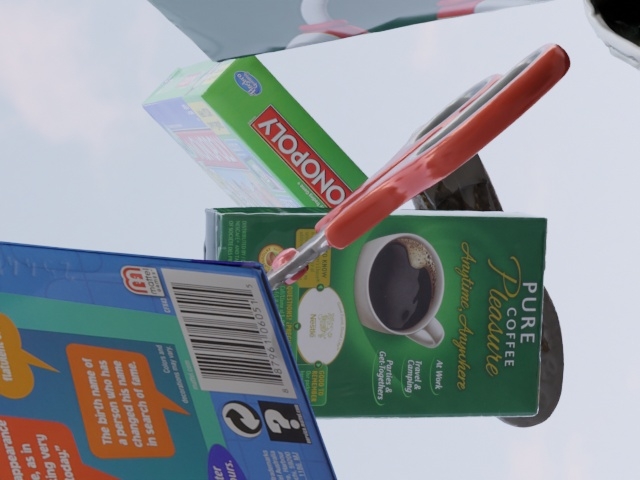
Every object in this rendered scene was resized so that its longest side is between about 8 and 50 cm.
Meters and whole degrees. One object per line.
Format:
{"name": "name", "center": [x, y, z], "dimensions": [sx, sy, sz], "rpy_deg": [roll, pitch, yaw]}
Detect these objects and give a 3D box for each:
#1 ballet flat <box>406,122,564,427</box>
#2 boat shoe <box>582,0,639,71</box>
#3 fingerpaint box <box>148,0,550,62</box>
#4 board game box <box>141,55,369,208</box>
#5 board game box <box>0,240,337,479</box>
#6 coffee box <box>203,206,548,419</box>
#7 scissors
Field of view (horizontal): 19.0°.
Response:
{"name": "ballet flat", "center": [0.124, 0.026, 1.501], "dimensions": [0.084, 0.058, 0.250], "rpy_deg": [-22, -90, -11]}
{"name": "boat shoe", "center": [0.183, -0.147, 1.067], "dimensions": [0.088, 0.096, 0.267], "rpy_deg": [36, -155, -25]}
{"name": "fingerpaint box", "center": [-0.034, -0.328, 0.554], "dimensions": [0.371, 0.163, 0.445], "rpy_deg": [38, -134, -67]}
{"name": "board game box", "center": [-0.020, -0.036, 1.334], "dimensions": [0.046, 0.317, 0.213], "rpy_deg": [-45, -80, -6]}
{"name": "board game box", "center": [-0.086, 0.068, 0.327], "dimensions": [0.210, 0.047, 0.160], "rpy_deg": [7, -134, -33]}
{"name": "coffee box", "center": [0.029, 0.039, 1.026], "dimensions": [0.184, 0.040, 0.113], "rpy_deg": [-1, -85, -16]}
{"name": "scissors", "center": [0.000, 0.000, 0.924], "dimensions": [0.297, 0.109, 0.021], "rpy_deg": [-39, -81, -14]}
